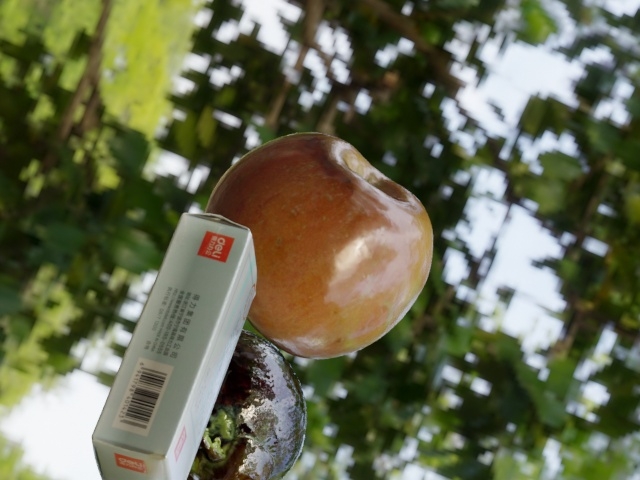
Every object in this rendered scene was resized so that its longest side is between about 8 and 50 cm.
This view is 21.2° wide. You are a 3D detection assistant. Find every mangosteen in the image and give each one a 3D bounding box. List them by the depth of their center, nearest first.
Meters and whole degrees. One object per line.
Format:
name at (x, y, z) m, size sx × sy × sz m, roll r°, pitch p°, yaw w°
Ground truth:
mangosteen at (-0.138, 0.235, 2.176) m, size 0.231 × 0.231 × 0.289 m, roll -63°, pitch 174°, yaw 18°

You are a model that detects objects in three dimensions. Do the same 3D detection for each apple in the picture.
apple at (0.000, 0.000, 1.902) m, size 0.253 × 0.253 × 0.253 m, roll -60°, pitch -164°, yaw 29°

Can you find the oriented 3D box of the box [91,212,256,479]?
box at (-0.138, 0.117, 1.676) m, size 0.135 × 0.079 × 0.269 m, roll 91°, pitch 16°, yaw -59°
